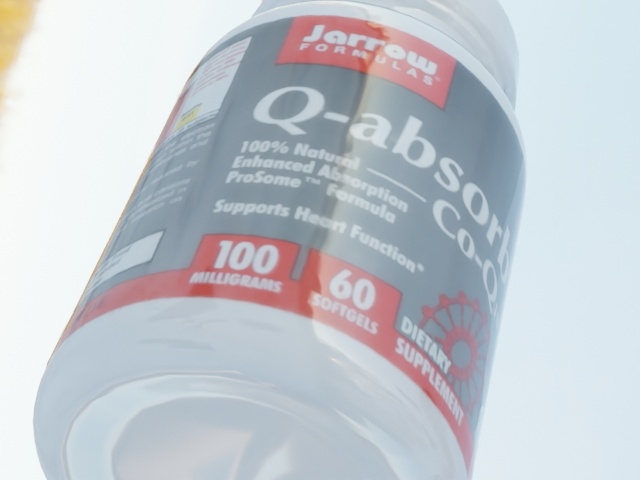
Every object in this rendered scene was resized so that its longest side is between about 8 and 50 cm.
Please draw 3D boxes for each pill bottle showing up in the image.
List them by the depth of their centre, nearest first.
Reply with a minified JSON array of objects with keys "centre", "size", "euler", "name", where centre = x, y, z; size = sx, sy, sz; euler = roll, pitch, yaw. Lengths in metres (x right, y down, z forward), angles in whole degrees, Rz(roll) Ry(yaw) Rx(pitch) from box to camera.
[{"centre":[0.000,0.000,0.835],"size":[0.210,0.210,0.363],"euler":[-57,-169,43],"name":"pill bottle"}]
